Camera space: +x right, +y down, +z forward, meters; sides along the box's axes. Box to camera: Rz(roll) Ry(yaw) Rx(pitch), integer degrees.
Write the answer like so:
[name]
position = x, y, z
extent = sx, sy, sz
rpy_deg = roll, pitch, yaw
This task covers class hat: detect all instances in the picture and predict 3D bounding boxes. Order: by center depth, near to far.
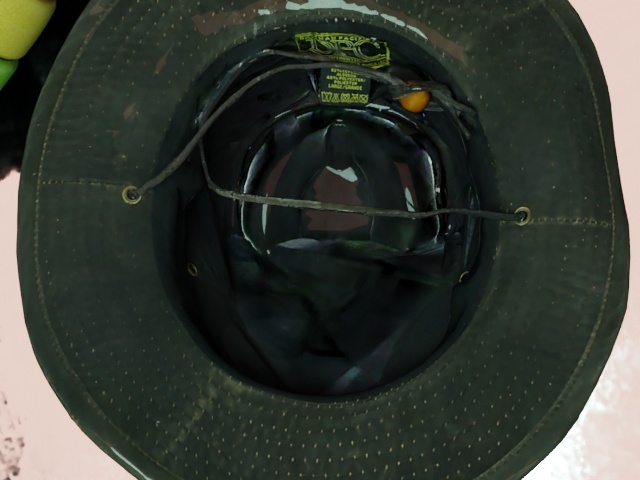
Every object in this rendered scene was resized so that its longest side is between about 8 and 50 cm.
[hat]
position = 0.000, 0.000, 1.020
extent = 0.331, 0.134, 0.331
rpy_deg = 0, 71, 0

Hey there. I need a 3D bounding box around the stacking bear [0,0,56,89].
[stacking bear]
position = -0.197, -0.147, 1.016
extent = 0.289, 0.164, 0.175
rpy_deg = -42, 85, 9
